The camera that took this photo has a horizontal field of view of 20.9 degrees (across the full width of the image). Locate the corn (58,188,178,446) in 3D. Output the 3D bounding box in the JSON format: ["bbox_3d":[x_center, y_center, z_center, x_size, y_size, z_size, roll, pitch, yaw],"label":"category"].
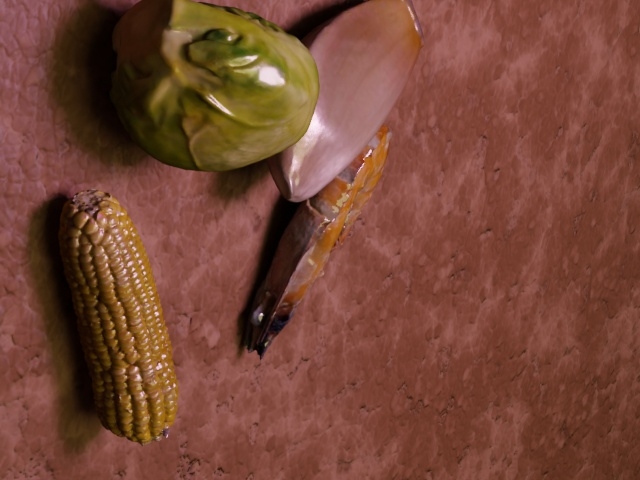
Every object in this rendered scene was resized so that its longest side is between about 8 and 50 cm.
[{"bbox_3d":[-0.212,0.079,1.805,0.101,0.101,0.292,-40,130,-38],"label":"corn"}]

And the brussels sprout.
[{"bbox_3d":[-0.106,-0.156,1.756,0.223,0.223,0.161,29,66,-55],"label":"brussels sprout"}]

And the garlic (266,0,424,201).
[{"bbox_3d":[0.017,-0.178,1.993,0.318,0.112,0.143,-50,117,-27],"label":"garlic"}]

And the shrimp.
[{"bbox_3d":[0.000,0.000,2.084,0.317,0.062,0.164,-60,163,-2],"label":"shrimp"}]
